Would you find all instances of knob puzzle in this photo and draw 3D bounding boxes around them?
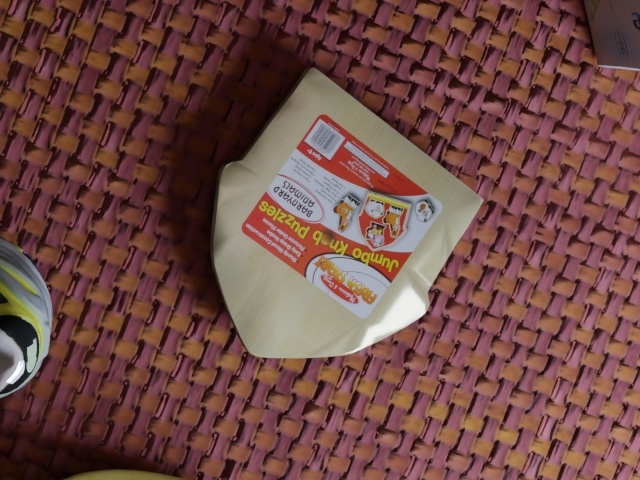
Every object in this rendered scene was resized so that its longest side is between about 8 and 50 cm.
[{"bbox_3d":[0.000,0.000,1.372,0.213,0.030,0.213,-3,99,-18],"label":"knob puzzle"}]

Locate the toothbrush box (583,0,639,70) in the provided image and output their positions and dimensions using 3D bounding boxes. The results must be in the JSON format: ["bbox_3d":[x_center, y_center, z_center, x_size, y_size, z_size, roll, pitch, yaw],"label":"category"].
[{"bbox_3d":[0.260,-0.269,1.324,0.122,0.206,0.283,-20,104,-15],"label":"toothbrush box"}]

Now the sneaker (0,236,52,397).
[{"bbox_3d":[-0.357,0.024,1.198,0.385,0.147,0.145,6,98,-16],"label":"sneaker"}]

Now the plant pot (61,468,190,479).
[{"bbox_3d":[-0.116,0.323,1.282,0.254,0.254,0.239,16,109,-19],"label":"plant pot"}]
